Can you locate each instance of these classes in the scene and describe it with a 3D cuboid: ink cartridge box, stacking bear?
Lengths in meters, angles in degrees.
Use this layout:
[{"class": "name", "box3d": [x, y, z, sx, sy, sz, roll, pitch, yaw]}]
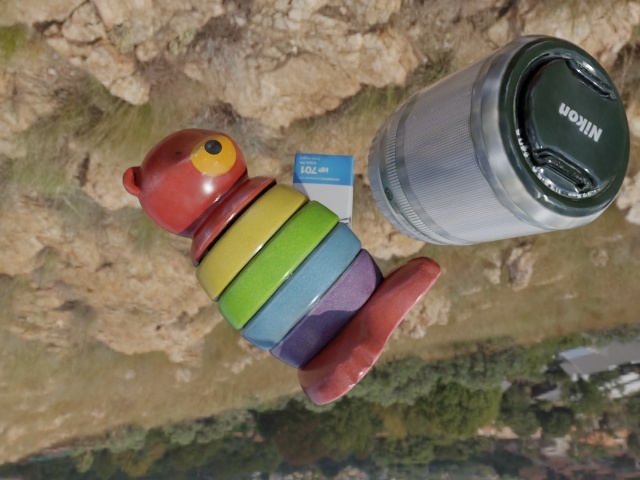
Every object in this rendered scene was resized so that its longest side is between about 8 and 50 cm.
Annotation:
[{"class": "ink cartridge box", "box3d": [0.000, 0.000, 0.843, 0.082, 0.190, 0.139, 5, 162, 2]}, {"class": "stacking bear", "box3d": [-0.058, 0.005, 0.634, 0.289, 0.175, 0.164, 43, 147, 0]}]

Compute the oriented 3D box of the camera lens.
[{"class": "camera lens", "box3d": [0.212, -0.109, 0.795, 0.219, 0.219, 0.274, 14, 167, -26]}]
